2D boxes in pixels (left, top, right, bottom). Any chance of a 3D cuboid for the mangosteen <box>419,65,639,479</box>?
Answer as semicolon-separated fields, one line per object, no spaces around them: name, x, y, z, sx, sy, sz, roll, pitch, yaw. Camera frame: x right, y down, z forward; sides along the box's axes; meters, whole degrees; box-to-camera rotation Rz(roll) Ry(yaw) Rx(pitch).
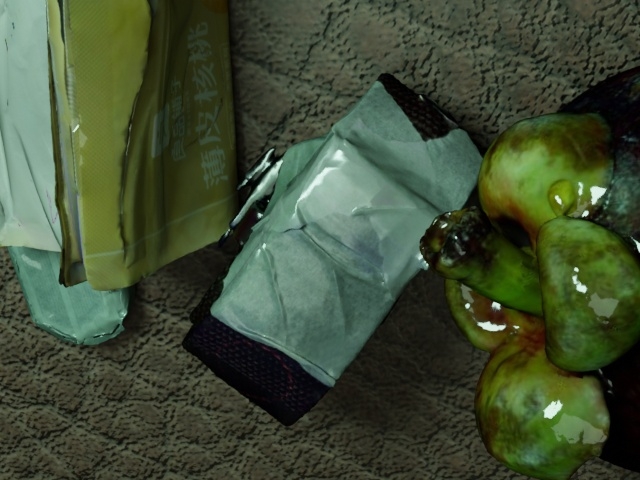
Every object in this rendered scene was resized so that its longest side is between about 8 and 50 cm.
mangosteen;0.255;0.028;0.768;0.330;0.330;0.330;3;110;7

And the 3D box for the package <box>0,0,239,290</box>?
package;-0.155;-0.128;0.816;0.221;0.165;0.311;-7;112;-21

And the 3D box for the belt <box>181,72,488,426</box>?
belt;0.000;0.000;0.865;0.164;0.184;0.289;38;105;-3

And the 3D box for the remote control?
remote control;-0.239;-0.018;0.955;0.104;0.052;0.247;-13;112;3
